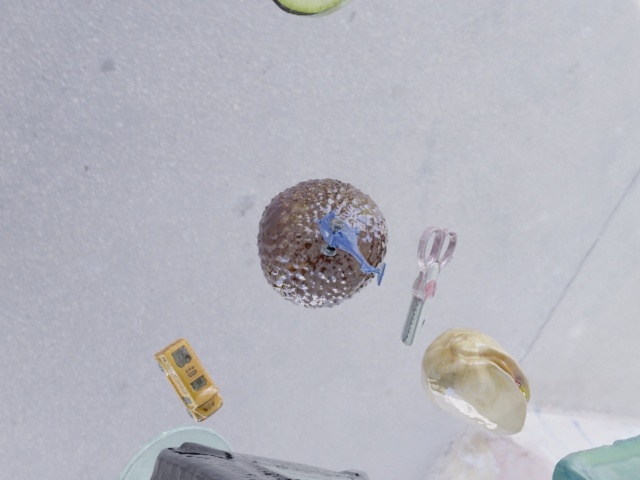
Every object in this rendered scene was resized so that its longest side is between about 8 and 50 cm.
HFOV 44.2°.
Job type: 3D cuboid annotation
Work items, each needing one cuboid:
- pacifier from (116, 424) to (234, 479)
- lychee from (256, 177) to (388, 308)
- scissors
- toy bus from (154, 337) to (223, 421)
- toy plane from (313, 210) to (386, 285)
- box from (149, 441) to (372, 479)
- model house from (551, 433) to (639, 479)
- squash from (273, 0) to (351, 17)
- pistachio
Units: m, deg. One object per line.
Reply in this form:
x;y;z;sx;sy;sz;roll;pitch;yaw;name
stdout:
-0.190;0.472;1.220;0.288;0.269;0.343;10;91;-46;pacifier
0.000;0.000;1.517;0.261;0.260;0.260;-18;127;-25;lychee
0.201;0.089;1.518;0.118;0.030;0.242;9;101;-53;scissors
-0.248;0.271;1.523;0.069;0.074;0.162;-34;95;-28;toy bus
0.042;0.005;1.124;0.062;0.167;0.054;1;119;-27;toy plane
0.011;0.317;0.907;0.359;0.350;0.091;19;76;-31;box
0.328;0.329;0.688;0.281;0.230;0.248;-3;107;-31;model house
-0.005;-0.535;1.453;0.049;0.252;0.252;-7;125;-58;squash
0.229;0.209;1.166;0.145;0.117;0.200;-20;130;35;pistachio
